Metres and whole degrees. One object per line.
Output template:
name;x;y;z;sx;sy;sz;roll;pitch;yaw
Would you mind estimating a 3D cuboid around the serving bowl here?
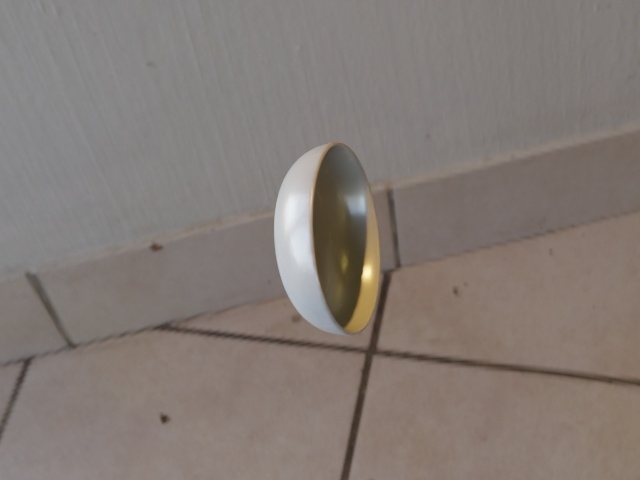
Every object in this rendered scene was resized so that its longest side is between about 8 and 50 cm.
serving bowl;0.000;0.000;0.510;0.027;0.083;0.083;-4;52;22
